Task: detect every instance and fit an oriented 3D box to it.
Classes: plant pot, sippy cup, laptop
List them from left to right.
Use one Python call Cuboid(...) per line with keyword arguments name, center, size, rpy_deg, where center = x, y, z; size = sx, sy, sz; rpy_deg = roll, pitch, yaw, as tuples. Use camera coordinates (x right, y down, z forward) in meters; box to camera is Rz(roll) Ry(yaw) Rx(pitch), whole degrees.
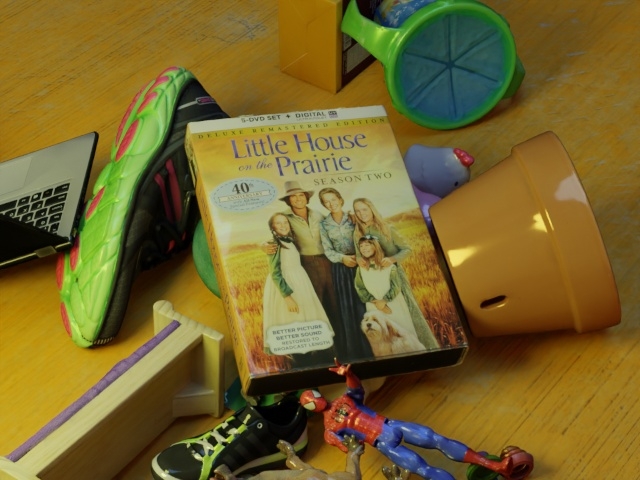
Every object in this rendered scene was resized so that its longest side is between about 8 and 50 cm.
Cuboid(name="laptop", center=(-0.564, -0.055, 1.758), size=(0.381, 0.236, 0.408), rpy_deg=(-16, 40, 15))
Cuboid(name="sippy cup", center=(0.197, -0.346, 2.168), size=(0.240, 0.305, 0.224), rpy_deg=(-35, 34, 5))
Cuboid(name="plant pot", center=(0.280, 0.015, 1.748), size=(0.203, 0.291, 0.291), rpy_deg=(-20, 44, 4))

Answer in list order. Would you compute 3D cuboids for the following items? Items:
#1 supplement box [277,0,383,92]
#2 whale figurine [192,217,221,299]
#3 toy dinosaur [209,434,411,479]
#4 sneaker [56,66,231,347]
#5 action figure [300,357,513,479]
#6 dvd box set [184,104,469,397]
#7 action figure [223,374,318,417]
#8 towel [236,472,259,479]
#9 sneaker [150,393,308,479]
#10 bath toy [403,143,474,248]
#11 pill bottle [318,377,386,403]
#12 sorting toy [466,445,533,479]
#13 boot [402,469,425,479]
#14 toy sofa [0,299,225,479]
Cuboid(name="supplement box", center=(0.031, -0.413, 2.250), size=(0.129, 0.191, 0.194), rpy_deg=(25, 48, 26))
Cuboid(name="whale figurine", center=(-0.098, 0.002, 1.864), size=(0.216, 0.141, 0.272), rpy_deg=(42, 27, -6))
Cuboid(name="toy dinosaur", center=(0.001, 0.334, 1.383), size=(0.295, 0.127, 0.200), rpy_deg=(34, 52, 0))
Cuboid(name="sneaker", center=(-0.243, -0.047, 1.855), size=(0.202, 0.185, 0.483), rpy_deg=(32, 60, -21))
Cuboid(name="action figure", center=(0.090, 0.238, 1.516), size=(0.280, 0.139, 0.091), rpy_deg=(21, 74, 22))
Cuboid(name="dvd box set", center=(0.000, 0.000, 1.706), size=(0.307, 0.062, 0.420), rpy_deg=(-6, 57, -16))
Cuboid(name="action figure", center=(-0.040, 0.150, 1.746), size=(0.137, 0.063, 0.232), rpy_deg=(9, 40, 15))
Cuboid(name="towel", center=(-0.120, 0.347, 1.556), size=(0.110, 0.027, 0.148), rpy_deg=(16, 44, 16))
Cuboid(name="sneaker", center=(-0.112, 0.247, 1.576), size=(0.234, 0.097, 0.084), rpy_deg=(-12, 33, -36))
Cuboid(name="bath toy", center=(0.136, -0.035, 1.887), size=(0.129, 0.151, 0.348), rpy_deg=(-21, 20, 46))
Cuboid(name="pill bottle", center=(0.059, 0.152, 1.713), size=(0.094, 0.094, 0.169), rpy_deg=(15, 45, 16))
Cuboid(name="sorting toy", center=(0.225, 0.287, 1.591), size=(0.102, 0.061, 0.042), rpy_deg=(6, 37, -28))
Cuboid(name="boot", center=(0.047, 0.354, 1.497), size=(0.264, 0.096, 0.280), rpy_deg=(25, 48, 26))
Cuboid(name="toy sofa", center=(-0.291, 0.230, 1.565), size=(0.177, 0.150, 0.362), rpy_deg=(23, 41, 25))
